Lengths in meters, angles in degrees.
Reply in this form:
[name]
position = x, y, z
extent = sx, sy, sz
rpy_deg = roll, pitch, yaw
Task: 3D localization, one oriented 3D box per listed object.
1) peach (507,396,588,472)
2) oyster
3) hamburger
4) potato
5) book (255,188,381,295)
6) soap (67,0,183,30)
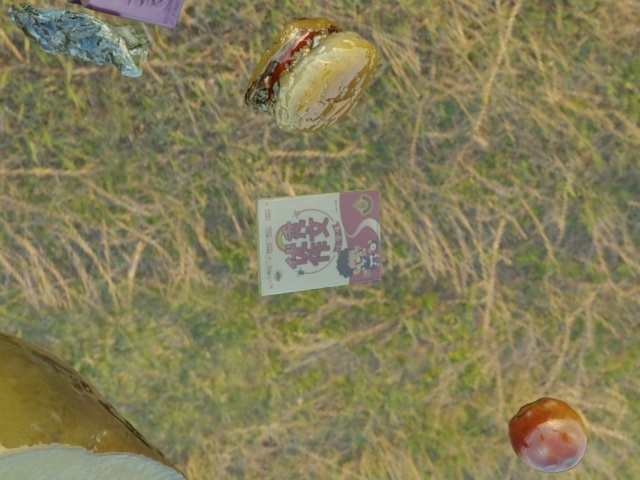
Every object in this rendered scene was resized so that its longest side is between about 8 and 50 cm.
[peach]
position = 0.291, 0.250, 1.229
extent = 0.100, 0.101, 0.101
rpy_deg = -16, 142, -13
[oyster]
position = -0.389, -0.333, 1.558
extent = 0.252, 0.199, 0.087
rpy_deg = 20, 90, -7
[hamburger]
position = -0.016, -0.303, 1.811
extent = 0.244, 0.163, 0.244
rpy_deg = -47, 167, -15
[potato]
position = -0.163, 0.114, 0.546
extent = 0.098, 0.138, 0.243
rpy_deg = -47, 144, -1
[book]
position = 0.000, 0.000, 1.642
extent = 0.231, 0.022, 0.162
rpy_deg = -6, 99, -27
[soap]
position = -0.311, -0.424, 1.589
extent = 0.203, 0.065, 0.122
rpy_deg = -2, 113, -55
